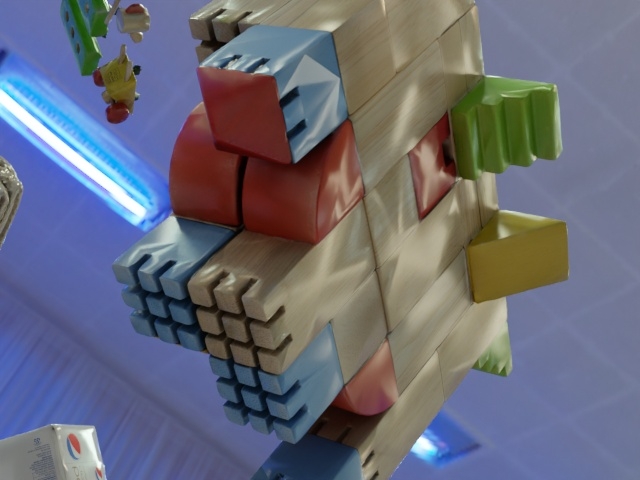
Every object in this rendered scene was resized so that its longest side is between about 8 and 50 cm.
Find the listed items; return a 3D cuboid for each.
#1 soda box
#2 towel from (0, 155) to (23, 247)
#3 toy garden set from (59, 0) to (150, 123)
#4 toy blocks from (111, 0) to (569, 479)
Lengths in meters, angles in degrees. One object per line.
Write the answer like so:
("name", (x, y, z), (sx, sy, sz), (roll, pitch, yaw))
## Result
("soda box", (-0.268, 0.197, 0.805), (0.216, 0.069, 0.074), (-18, -13, 11))
("towel", (-0.378, -0.028, 0.970), (0.282, 0.187, 0.049), (29, 6, 37))
("toy garden set", (-0.234, -0.277, 1.263), (0.049, 0.204, 0.244), (-8, -30, -28))
("toy blocks", (0.000, 0.000, 0.641), (0.190, 0.261, 0.382), (13, -50, 33))
